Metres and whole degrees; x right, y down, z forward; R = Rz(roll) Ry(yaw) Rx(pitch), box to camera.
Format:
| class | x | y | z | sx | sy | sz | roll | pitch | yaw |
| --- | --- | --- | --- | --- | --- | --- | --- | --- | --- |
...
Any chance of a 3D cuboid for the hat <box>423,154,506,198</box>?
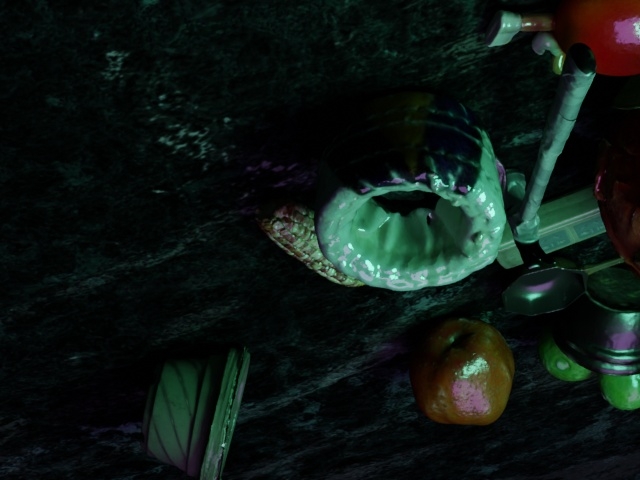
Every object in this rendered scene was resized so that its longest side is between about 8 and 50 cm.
| class | x | y | z | sx | sy | sz | roll | pitch | yaw |
| --- | --- | --- | --- | --- | --- | --- | --- | --- | --- |
| hat | 0.179 | -0.081 | 1.744 | 0.121 | 0.050 | 0.121 | -9 | 143 | -7 |

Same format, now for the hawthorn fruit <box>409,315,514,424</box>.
| class | x | y | z | sx | sy | sz | roll | pitch | yaw |
| --- | --- | --- | --- | --- | --- | --- | --- | --- | --- |
| hawthorn fruit | 0.228 | 0.209 | 2.185 | 0.189 | 0.189 | 0.189 | -11 | 152 | -6 |

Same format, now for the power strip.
| class | x | y | z | sx | sy | sz | roll | pitch | yaw |
| --- | --- | --- | --- | --- | --- | --- | --- | --- | --- |
| power strip | 0.357 | -0.033 | 1.913 | 0.272 | 0.052 | 0.078 | -21 | 151 | 13 |

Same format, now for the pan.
| class | x | y | z | sx | sy | sz | roll | pitch | yaw |
| --- | --- | --- | --- | --- | --- | --- | --- | --- | --- |
| pan | 0.373 | 0.055 | 2.076 | 0.202 | 0.048 | 0.128 | -12 | 148 | 8 |

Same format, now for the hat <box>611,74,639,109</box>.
| class | x | y | z | sx | sy | sz | roll | pitch | yaw |
| --- | --- | --- | --- | --- | --- | --- | --- | --- | --- |
| hat | 0.407 | -0.209 | 1.605 | 0.146 | 0.067 | 0.146 | -16 | -166 | 4 |

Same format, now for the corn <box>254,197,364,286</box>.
| class | x | y | z | sx | sy | sz | roll | pitch | yaw |
| --- | --- | --- | --- | --- | --- | --- | --- | --- | --- |
| corn | 0.000 | 0.000 | 1.798 | 0.079 | 0.079 | 0.237 | -26 | 147 | 23 |

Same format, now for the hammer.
| class | x | y | z | sx | sy | sz | roll | pitch | yaw |
| --- | --- | --- | --- | --- | --- | --- | --- | --- | --- |
| hammer | 0.266 | -0.108 | 1.621 | 0.044 | 0.152 | 0.427 | -11 | 153 | -6 |

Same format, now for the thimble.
| class | x | y | z | sx | sy | sz | roll | pitch | yaw |
| --- | --- | --- | --- | --- | --- | --- | --- | --- | --- |
| thimble | 0.110 | -0.052 | 1.615 | 0.237 | 0.150 | 0.237 | 0 | 137 | 0 |

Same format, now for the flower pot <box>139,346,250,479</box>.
| class | x | y | z | sx | sy | sz | roll | pitch | yaw |
| --- | --- | --- | --- | --- | --- | --- | --- | --- | --- |
| flower pot | -0.196 | 0.265 | 2.087 | 0.140 | 0.235 | 0.235 | 10 | 151 | 1 |

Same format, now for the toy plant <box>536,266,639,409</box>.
| class | x | y | z | sx | sy | sz | roll | pitch | yaw |
| --- | --- | --- | --- | --- | --- | --- | --- | --- | --- |
| toy plant | 0.449 | 0.159 | 2.178 | 0.175 | 0.218 | 0.235 | -26 | 138 | -32 |

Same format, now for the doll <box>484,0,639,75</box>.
| class | x | y | z | sx | sy | sz | roll | pitch | yaw |
| --- | --- | --- | --- | --- | --- | --- | --- | --- | --- |
| doll | 0.302 | -0.243 | 1.470 | 0.217 | 0.085 | 0.183 | 12 | 147 | -9 |

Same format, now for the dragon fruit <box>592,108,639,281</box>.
| class | x | y | z | sx | sy | sz | roll | pitch | yaw |
| --- | --- | --- | --- | --- | --- | --- | --- | --- | --- |
| dragon fruit | 0.479 | -0.058 | 1.677 | 0.295 | 0.296 | 0.301 | -29 | 157 | 27 |
